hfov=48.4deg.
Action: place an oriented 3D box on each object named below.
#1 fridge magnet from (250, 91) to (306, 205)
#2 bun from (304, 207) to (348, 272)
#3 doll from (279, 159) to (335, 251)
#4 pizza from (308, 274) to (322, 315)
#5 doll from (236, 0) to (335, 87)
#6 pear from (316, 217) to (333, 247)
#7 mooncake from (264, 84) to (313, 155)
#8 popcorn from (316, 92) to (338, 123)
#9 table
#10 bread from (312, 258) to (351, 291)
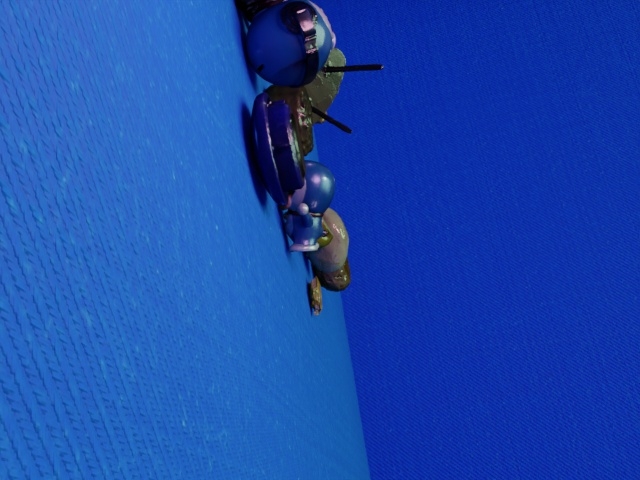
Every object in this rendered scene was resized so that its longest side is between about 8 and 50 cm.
[{"bbox_3d":[-0.100,-0.213,1.656,0.265,0.113,0.265,-9,90,-87],"label":"fridge magnet"},{"bbox_3d":[0.000,0.000,2.343,0.222,0.127,0.222,34,-49,50],"label":"bun"},{"bbox_3d":[-0.048,-0.090,1.935,0.215,0.161,0.256,-172,-93,-81],"label":"doll"},{"bbox_3d":[-0.018,0.169,2.254,0.160,0.036,0.099,-95,173,-58],"label":"pizza"},{"bbox_3d":[-0.095,-0.552,1.851,0.310,0.240,0.284,64,-21,-5],"label":"doll"},{"bbox_3d":[-0.030,-0.036,2.202,0.141,0.104,0.141,56,0,0],"label":"pear"},{"bbox_3d":[-0.085,-0.358,2.126,0.228,0.124,0.228,-9,90,-86],"label":"mooncake"},{"bbox_3d":[-0.045,-0.590,2.634,0.265,0.225,0.332,-119,-158,-50],"label":"popcorn"},{"bbox_3d":[0.042,-0.532,2.367,0.249,0.317,0.317,24,-44,49],"label":"table"},{"bbox_3d":[0.034,0.079,2.582,0.230,0.123,0.230,-11,90,-80],"label":"bread"}]
